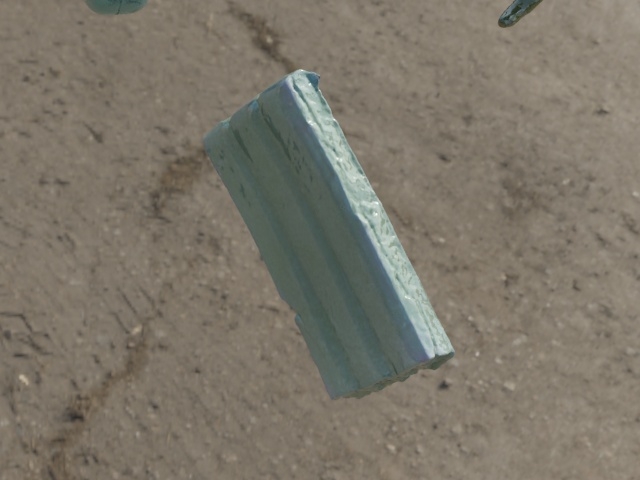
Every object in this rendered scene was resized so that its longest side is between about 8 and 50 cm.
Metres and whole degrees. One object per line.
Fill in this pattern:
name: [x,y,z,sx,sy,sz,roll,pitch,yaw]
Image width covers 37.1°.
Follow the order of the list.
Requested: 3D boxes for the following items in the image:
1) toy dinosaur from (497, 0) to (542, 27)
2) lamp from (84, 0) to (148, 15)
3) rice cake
toy dinosaur: [0.190,-0.229,0.513,0.200,0.251,0.072,2,1,-3]
lamp: [-0.171,-0.336,0.809,0.147,0.284,0.209,12,16,-26]
rice cake: [0.000,0.000,0.696,0.043,0.127,0.237,-19,81,-44]
